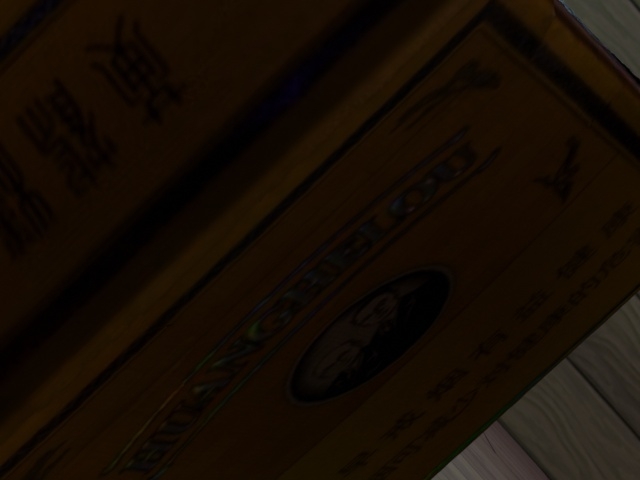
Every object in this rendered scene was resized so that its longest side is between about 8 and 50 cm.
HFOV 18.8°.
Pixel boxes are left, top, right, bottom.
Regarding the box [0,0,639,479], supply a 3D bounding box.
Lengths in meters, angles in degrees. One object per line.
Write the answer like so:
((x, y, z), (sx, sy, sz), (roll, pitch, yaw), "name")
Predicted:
((0.000, 0.000, 0.543), (0.084, 0.193, 0.301), (49, 10, 20), "box")
